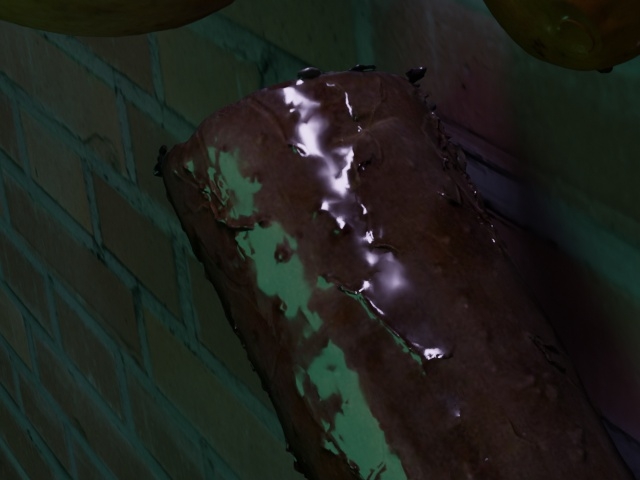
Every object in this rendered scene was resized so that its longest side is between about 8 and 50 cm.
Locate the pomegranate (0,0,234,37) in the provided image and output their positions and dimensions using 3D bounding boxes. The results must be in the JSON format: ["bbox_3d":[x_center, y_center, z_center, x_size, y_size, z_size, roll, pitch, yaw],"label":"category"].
[{"bbox_3d":[-0.097,-0.210,0.686,0.260,0.260,0.260,47,146,47],"label":"pomegranate"}]

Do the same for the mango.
[{"bbox_3d":[0.078,-0.110,0.575,0.080,0.060,0.114,97,149,-75],"label":"mango"}]

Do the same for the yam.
[{"bbox_3d":[0.044,0.060,0.687,0.280,0.131,0.131,62,155,16],"label":"yam"}]
